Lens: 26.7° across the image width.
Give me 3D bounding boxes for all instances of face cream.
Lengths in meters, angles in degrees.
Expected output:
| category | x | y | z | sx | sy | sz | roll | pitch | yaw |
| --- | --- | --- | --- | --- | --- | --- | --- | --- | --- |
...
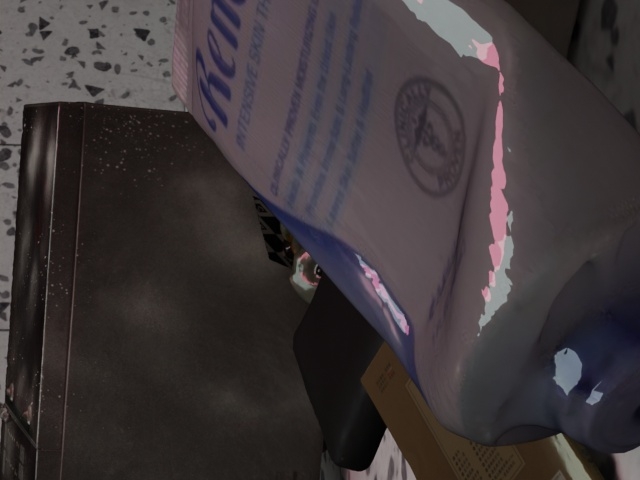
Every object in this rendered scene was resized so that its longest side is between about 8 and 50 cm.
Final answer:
| category | x | y | z | sx | sy | sz | roll | pitch | yaw |
| --- | --- | --- | --- | --- | --- | --- | --- | --- | --- |
| face cream | 0.037 | -0.058 | 0.701 | 0.420 | 0.137 | 0.234 | 49 | 144 | 35 |

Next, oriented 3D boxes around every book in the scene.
| category | x | y | z | sx | sy | sz | roll | pitch | yaw |
| --- | --- | --- | --- | --- | --- | --- | --- | --- | --- |
| book | 0.095 | 0.118 | 0.813 | 0.198 | 0.016 | 0.138 | 61 | 140 | 34 |

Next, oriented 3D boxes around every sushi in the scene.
| category | x | y | z | sx | sy | sz | roll | pitch | yaw |
| --- | --- | --- | --- | --- | --- | --- | --- | --- | --- |
| sushi | 0.000 | 0.000 | 1.324 | 0.026 | 0.126 | 0.120 | -54 | 28 | 22 |

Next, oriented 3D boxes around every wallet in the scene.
| category | x | y | z | sx | sy | sz | roll | pitch | yaw |
| --- | --- | --- | --- | --- | --- | --- | --- | --- | --- |
| wallet | 0.044 | 0.032 | 0.951 | 0.149 | 0.044 | 0.250 | -114 | 36 | -46 |

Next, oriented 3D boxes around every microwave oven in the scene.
| category | x | y | z | sx | sy | sz | roll | pitch | yaw |
| --- | --- | --- | --- | --- | --- | --- | --- | --- | --- |
| microwave oven | -0.159 | 0.077 | 1.462 | 0.236 | 0.374 | 0.432 | -166 | 81 | -69 |

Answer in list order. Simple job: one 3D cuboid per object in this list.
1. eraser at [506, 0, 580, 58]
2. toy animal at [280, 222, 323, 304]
| category | x | y | z | sx | sy | sz | roll | pitch | yaw |
| --- | --- | --- | --- | --- | --- | --- | --- | --- | --- |
| eraser | 0.092 | -0.249 | 0.728 | 0.078 | 0.144 | 0.343 | -109 | 23 | -56 |
| toy animal | 0.017 | -0.003 | 1.212 | 0.138 | 0.108 | 0.236 | 110 | 157 | -60 |
